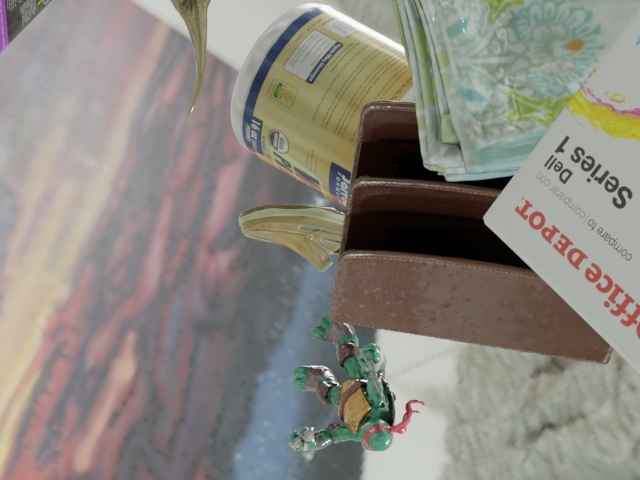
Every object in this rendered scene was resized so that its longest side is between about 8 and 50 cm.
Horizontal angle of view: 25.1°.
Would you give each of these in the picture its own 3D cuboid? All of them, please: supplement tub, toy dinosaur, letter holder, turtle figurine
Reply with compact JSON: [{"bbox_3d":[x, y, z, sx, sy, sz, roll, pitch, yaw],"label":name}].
[{"bbox_3d":[0.064,-0.153,1.900,0.228,0.316,0.228,-45,154,-29],"label":"supplement tub"},{"bbox_3d":[-0.096,-0.184,1.064,0.092,0.053,0.183,113,-37,-61],"label":"toy dinosaur"},{"bbox_3d":[0.174,-0.012,1.495,0.214,0.302,0.152,98,2,-51],"label":"letter holder"},{"bbox_3d":[0.035,0.198,1.777,0.175,0.118,0.234,-51,-151,11],"label":"turtle figurine"}]

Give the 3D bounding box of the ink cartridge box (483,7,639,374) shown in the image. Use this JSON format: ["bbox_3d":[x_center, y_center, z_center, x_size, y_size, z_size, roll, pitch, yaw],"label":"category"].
[{"bbox_3d":[0.275,-0.052,0.986,0.278,0.117,0.201,-54,-133,15],"label":"ink cartridge box"}]

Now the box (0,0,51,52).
[{"bbox_3d":[-0.371,-0.320,1.785,0.162,0.029,0.116,-55,164,-37],"label":"box"}]

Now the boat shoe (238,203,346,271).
[{"bbox_3d":[0.000,0.000,1.644,0.068,0.190,0.072,150,-58,-71],"label":"boat shoe"}]

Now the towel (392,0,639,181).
[{"bbox_3d":[0.250,-0.233,1.417,0.090,0.375,0.320,130,-50,-72],"label":"towel"}]
